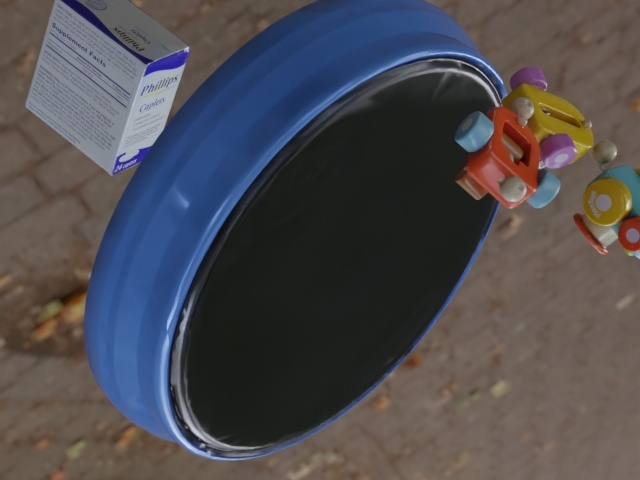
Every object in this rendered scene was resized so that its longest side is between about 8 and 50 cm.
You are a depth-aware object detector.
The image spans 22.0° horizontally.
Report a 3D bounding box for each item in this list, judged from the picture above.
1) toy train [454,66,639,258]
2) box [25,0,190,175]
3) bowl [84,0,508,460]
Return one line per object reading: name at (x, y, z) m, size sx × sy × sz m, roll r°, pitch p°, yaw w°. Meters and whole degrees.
toy train at (0.126, -0.021, 0.858) m, size 0.046 × 0.166 × 0.125 m, roll -39°, pitch -154°, yaw 31°
box at (-0.208, -0.159, 1.606) m, size 0.072 × 0.126 × 0.137 m, roll -30°, pitch 151°, yaw -48°
bowl at (0.000, 0.000, 1.244) m, size 0.391 × 0.077 × 0.391 m, roll -35°, pitch 146°, yaw -28°
